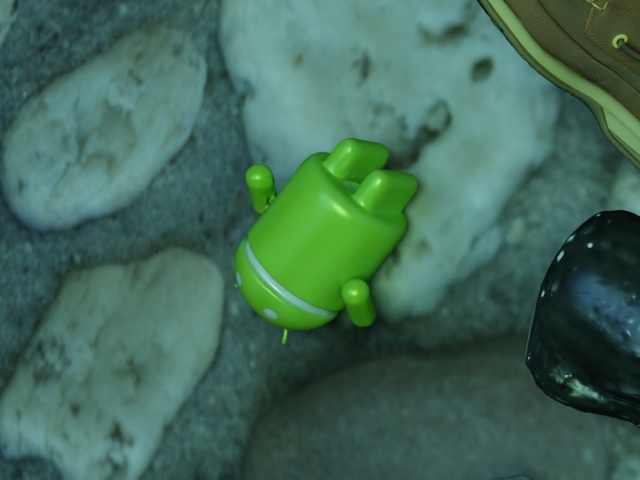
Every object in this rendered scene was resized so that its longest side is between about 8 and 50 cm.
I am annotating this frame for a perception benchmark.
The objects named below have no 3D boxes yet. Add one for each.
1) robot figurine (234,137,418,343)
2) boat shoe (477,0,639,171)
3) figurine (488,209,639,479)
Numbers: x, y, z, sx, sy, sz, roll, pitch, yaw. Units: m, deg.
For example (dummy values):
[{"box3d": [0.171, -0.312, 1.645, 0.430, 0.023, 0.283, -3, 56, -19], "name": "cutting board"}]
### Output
[{"box3d": [0.000, 0.000, 0.649, 0.101, 0.067, 0.115, 49, 114, 22], "name": "robot figurine"}, {"box3d": [0.116, -0.093, 0.509, 0.060, 0.178, 0.064, -42, 31, 21], "name": "boat shoe"}, {"box3d": [0.161, 0.125, 0.485, 0.209, 0.092, 0.215, 30, 103, 35], "name": "figurine"}]
